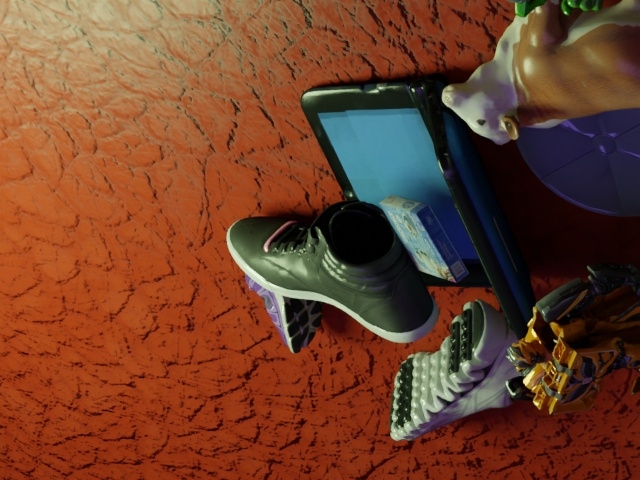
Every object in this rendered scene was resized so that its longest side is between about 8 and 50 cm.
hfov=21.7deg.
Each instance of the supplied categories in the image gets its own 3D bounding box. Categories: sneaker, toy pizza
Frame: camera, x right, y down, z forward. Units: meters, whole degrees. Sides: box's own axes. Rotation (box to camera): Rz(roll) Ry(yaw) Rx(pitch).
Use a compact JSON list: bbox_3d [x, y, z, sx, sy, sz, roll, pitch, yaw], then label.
[{"bbox_3d":[0.172,0.175,2.009,0.118,0.110,0.292,16,149,-18],"label":"sneaker"},{"bbox_3d":[0.294,-0.107,1.704,0.201,0.032,0.201,17,138,16],"label":"toy pizza"},{"bbox_3d":[-0.051,0.061,2.065,0.071,0.068,0.170,9,128,45],"label":"sneaker"},{"bbox_3d":[0.000,0.000,1.892,0.296,0.104,0.147,25,148,35],"label":"sneaker"}]

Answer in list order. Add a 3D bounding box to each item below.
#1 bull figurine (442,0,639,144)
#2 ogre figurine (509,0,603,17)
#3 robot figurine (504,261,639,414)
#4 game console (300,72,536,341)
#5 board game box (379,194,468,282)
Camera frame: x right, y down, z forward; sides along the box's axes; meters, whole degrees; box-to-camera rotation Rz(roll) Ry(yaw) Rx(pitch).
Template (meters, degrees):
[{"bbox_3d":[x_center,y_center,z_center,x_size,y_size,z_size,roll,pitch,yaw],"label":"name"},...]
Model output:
[{"bbox_3d":[0.259,-0.188,1.568,0.310,0.101,0.188,-2,113,26],"label":"bull figurine"},{"bbox_3d":[0.174,-0.243,1.470,0.197,0.118,0.096,-2,102,33],"label":"ogre figurine"},{"bbox_3d":[0.328,0.094,1.721,0.211,0.291,0.085,101,147,-48],"label":"robot figurine"},{"bbox_3d":[0.108,-0.017,1.807,0.173,0.250,0.293,-21,122,12],"label":"game console"},{"bbox_3d":[0.107,-0.002,1.750,0.090,0.020,0.090,58,165,-19],"label":"board game box"}]
